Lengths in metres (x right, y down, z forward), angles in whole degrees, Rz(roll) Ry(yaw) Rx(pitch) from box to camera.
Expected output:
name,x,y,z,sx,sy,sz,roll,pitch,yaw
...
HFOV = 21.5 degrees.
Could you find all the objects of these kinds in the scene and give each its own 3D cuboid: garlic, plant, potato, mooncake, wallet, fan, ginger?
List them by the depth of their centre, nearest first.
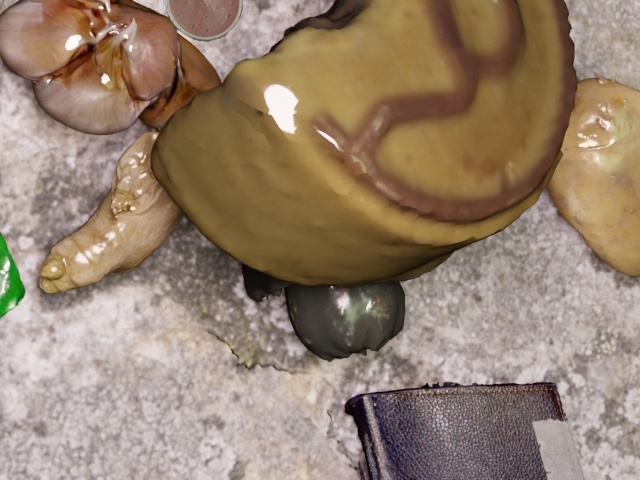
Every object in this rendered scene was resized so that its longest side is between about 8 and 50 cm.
name,x,y,z,sx,sy,sz,roll,pitch,yaw
mooncake,0.050,-0.165,1.600,0.393,0.246,0.394,7,70,-31
garlic,-0.210,-0.175,1.641,0.160,0.191,0.214,-31,116,8
ginger,-0.186,-0.023,1.677,0.213,0.074,0.137,-54,152,6
plant,0.000,0.000,1.736,0.164,0.142,0.256,-17,87,-20
fan,-0.100,-0.259,1.756,0.133,0.005,0.085,-25,100,-18
wallet,0.166,0.263,1.812,0.262,0.071,0.221,-3,62,-24
potato,0.333,-0.077,1.876,0.161,0.128,0.235,-43,111,2

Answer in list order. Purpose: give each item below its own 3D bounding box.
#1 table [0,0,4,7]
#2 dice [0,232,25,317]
name,x,y,z,sx,sy,sz,roll,pitch,yaw
table,-0.318,-0.334,1.603,0.126,0.126,0.220,28,82,-20
dice,-0.360,0.027,1.600,0.120,0.128,0.131,-32,102,-18
